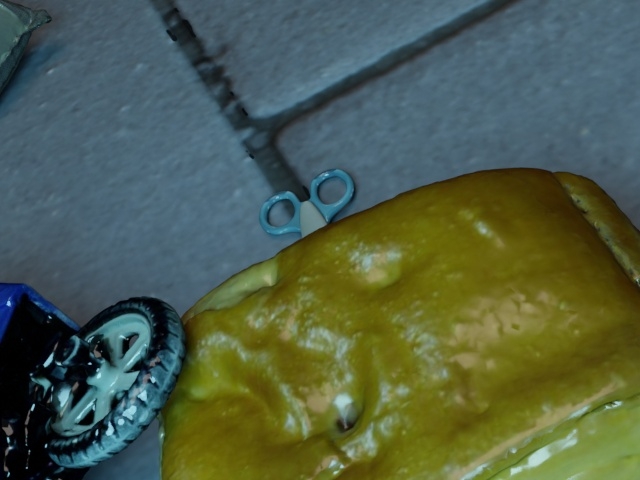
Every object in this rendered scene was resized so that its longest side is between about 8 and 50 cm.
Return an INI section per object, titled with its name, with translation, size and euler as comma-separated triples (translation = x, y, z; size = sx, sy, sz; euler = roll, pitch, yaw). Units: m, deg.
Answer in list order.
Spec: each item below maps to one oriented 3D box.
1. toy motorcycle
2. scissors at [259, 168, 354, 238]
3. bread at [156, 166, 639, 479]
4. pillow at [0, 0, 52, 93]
[toy motorcycle]
translation = -0.190, 0.092, 0.637
size = 0.315, 0.113, 0.169
euler = -1, 54, 45
[scissors]
translation = 0.000, 0.000, 0.717
size = 0.058, 0.014, 0.119
euler = -25, 36, 3
[bread]
translation = 0.041, 0.069, 0.552
size = 0.235, 0.099, 0.210
euler = -23, 39, 4
[pillow]
translation = -0.338, -0.146, 0.941
size = 0.255, 0.059, 0.169
euler = 22, 57, -4
